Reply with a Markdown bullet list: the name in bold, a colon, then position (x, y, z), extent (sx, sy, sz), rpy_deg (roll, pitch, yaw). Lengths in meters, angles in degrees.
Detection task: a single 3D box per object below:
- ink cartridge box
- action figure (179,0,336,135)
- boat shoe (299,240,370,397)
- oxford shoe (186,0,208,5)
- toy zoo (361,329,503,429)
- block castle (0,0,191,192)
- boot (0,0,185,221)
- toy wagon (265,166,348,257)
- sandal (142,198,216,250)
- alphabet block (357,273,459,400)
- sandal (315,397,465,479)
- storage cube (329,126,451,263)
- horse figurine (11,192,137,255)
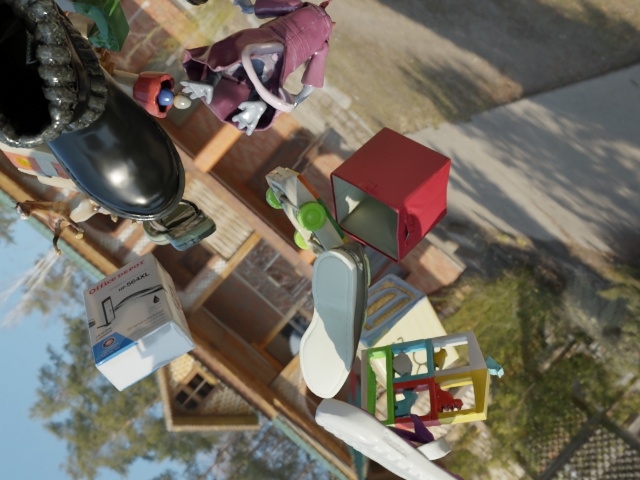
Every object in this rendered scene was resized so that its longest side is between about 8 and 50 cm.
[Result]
- **ink cartridge box**: position (-0.322, 0.135, 1.200), extent (0.203, 0.148, 0.086), rpy_deg (55, 175, 48)
- **action figure**: position (-0.084, -0.379, 1.303), extent (0.248, 0.370, 0.275), rpy_deg (50, 152, -11)
- **boat shoe**: position (0.032, 0.148, 1.261), extent (0.109, 0.305, 0.091), rpy_deg (18, -154, 24)
- **oxford shoe**: position (-0.223, -0.516, 1.317), extent (0.096, 0.083, 0.227), rpy_deg (12, 169, -3)
- **toy zoo**: position (0.226, 0.287, 1.409), extent (0.030, 0.293, 0.192), rpy_deg (60, -156, -44)
- **block castle**: position (-0.365, -0.271, 1.094), extent (0.212, 0.303, 0.453), rpy_deg (14, 155, 6)
- **boot**: position (-0.267, -0.135, 0.753), extent (0.348, 0.131, 0.260), rpy_deg (52, 175, -25)
- **toy wagon**: position (0.000, 0.000, 1.462), extent (0.344, 0.068, 0.267), rpy_deg (56, 172, -21)
- **sandal**: position (-0.306, -0.051, 1.455), extent (0.086, 0.120, 0.302), rpy_deg (57, 159, -22)
- **alphabet block**: position (0.180, 0.227, 1.650), extent (0.197, 0.192, 0.193), rpy_deg (60, 171, -23)
- **sandal**: position (0.154, 0.344, 1.162), extent (0.169, 0.102, 0.416), rpy_deg (11, 157, 42)
- **storage cube**: position (0.157, -0.106, 1.540), extent (0.215, 0.193, 0.184), rpy_deg (33, 151, 29)
- **horse figurine**: position (-0.514, -0.065, 1.506), extent (0.174, 0.263, 0.066), rpy_deg (43, 148, 37)
